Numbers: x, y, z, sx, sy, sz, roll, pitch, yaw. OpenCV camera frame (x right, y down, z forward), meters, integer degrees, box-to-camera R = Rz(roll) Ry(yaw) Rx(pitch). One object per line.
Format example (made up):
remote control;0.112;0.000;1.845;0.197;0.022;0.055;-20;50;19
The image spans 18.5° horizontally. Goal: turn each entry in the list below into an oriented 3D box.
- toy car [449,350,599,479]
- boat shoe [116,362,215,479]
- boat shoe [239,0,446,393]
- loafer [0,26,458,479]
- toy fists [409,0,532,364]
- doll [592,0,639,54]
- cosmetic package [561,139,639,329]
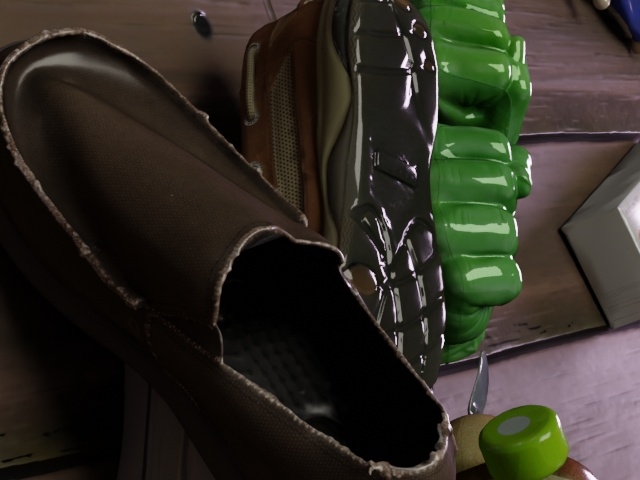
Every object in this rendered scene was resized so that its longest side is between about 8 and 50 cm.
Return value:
toy car;0.120;0.157;1.272;0.188;0.149;0.155;-69;140;-62
boat shoe;-0.056;0.129;1.068;0.095;0.084;0.258;23;52;-48
boat shoe;0.000;0.000;1.203;0.122;0.120;0.324;30;58;-50
loafer;-0.045;0.013;1.017;0.134;0.130;0.366;-32;73;-35
toy fists;0.092;-0.058;1.332;0.142;0.096;0.279;93;0;-56
doll;0.257;-0.253;1.806;0.189;0.046;0.129;44;38;-32
cosmetic package;0.288;-0.020;1.690;0.099;0.060;0.239;61;32;-8
